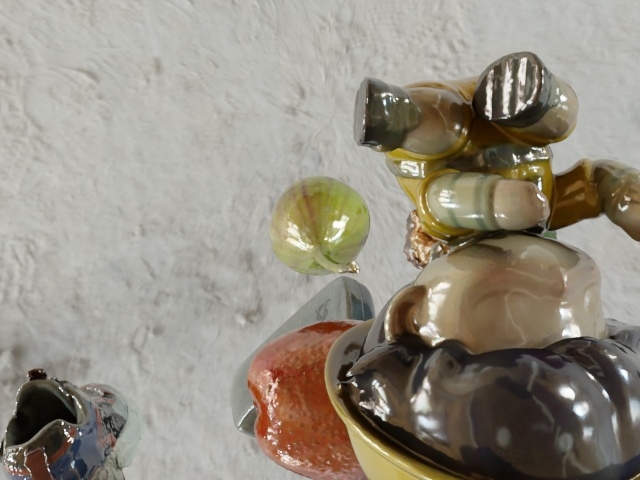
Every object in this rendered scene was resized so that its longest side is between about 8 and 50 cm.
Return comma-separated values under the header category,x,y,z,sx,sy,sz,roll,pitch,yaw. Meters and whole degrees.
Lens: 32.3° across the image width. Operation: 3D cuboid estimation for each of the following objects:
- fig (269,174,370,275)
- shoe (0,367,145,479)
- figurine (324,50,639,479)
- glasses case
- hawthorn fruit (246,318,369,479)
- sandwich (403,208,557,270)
category,x,y,z,sx,sy,sz,roll,pitch,yaw
fig,0.001,-0.015,0.920,0.093,0.166,0.093,0,88,-2
shoe,-0.224,0.163,0.933,0.099,0.227,0.125,-33,109,4
figurine,0.093,0.037,0.584,0.192,0.167,0.257,-2,86,-17
glasses case,-0.033,0.192,1.801,0.074,0.131,0.323,27,127,-29
hawthorn fruit,0.011,0.126,0.859,0.137,0.133,0.133,4,97,3
sandwich,0.261,-0.025,1.744,0.162,0.301,0.250,-21,102,47
